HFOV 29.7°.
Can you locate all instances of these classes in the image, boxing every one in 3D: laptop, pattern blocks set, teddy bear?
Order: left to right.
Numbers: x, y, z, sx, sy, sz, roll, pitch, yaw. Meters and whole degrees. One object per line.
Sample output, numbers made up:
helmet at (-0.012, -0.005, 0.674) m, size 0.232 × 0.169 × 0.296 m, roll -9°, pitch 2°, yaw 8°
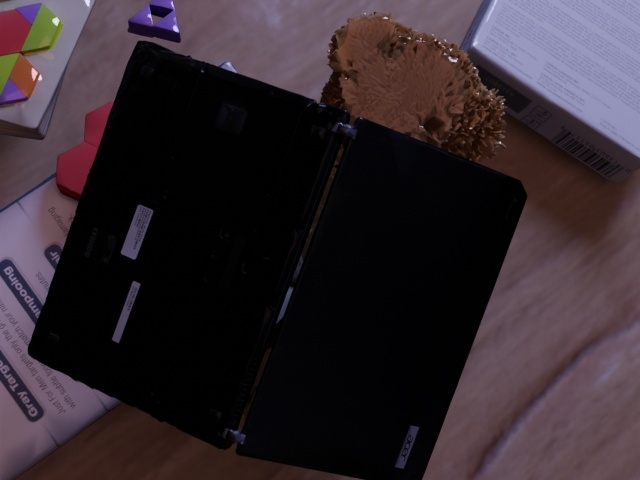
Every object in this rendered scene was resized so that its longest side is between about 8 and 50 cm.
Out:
pattern blocks set at (-0.270, -0.155, 0.926) m, size 0.324 × 0.026 × 0.285 m, roll 2°, pitch 68°, yaw 2°
laptop at (-0.029, 0.020, 0.836) m, size 0.264 × 0.136 × 0.234 m, roll 21°, pitch 93°, yaw 21°
teddy bear at (0.000, 0.000, 0.898) m, size 0.245 × 0.113 × 0.338 m, roll 10°, pitch 94°, yaw -6°

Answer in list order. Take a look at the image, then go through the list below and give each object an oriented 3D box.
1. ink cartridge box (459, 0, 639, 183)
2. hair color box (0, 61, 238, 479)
ink cartridge box at (0.243, -0.194, 1.095) m, size 0.189 × 0.066 × 0.232 m, roll 32°, pitch 59°, yaw -7°
hair color box at (-0.171, 0.029, 0.952) m, size 0.347 × 0.105 × 0.174 m, roll -35°, pitch 95°, yaw -13°
